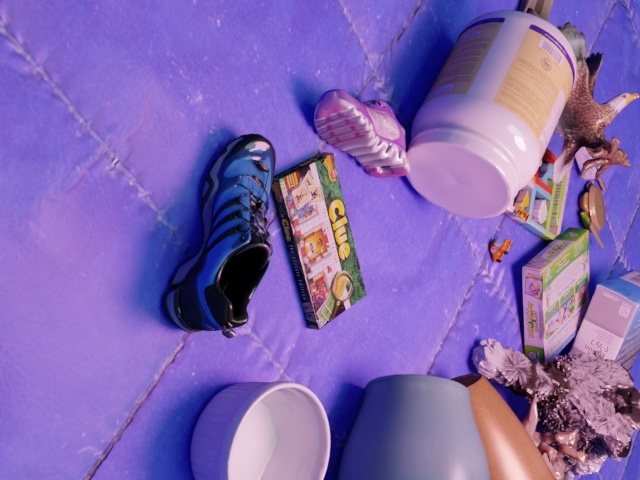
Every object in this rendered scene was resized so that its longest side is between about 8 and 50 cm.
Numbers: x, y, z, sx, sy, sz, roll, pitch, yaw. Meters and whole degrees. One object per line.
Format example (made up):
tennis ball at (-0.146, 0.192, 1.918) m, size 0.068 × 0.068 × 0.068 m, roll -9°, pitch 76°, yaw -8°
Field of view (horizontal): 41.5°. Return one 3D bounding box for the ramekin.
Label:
ramekin at (-0.093, 0.302, 1.227) m, size 0.207 × 0.109 × 0.207 m, roll -3°, pitch 94°, yaw -49°

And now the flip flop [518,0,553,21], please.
flip flop at (0.476, -0.454, 1.846) m, size 0.112 × 0.080 × 0.277 m, roll 37°, pitch 65°, yaw -42°

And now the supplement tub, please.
supplement tub at (0.310, -0.230, 1.552) m, size 0.241 × 0.241 × 0.331 m, roll 51°, pitch 56°, yaw -36°

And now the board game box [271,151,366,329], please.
board game box at (0.000, 0.000, 1.377) m, size 0.136 × 0.030 × 0.260 m, roll -33°, pitch 116°, yaw -44°

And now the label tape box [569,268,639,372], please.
label tape box at (0.706, 0.260, 2.079) m, size 0.249 × 0.115 × 0.348 m, roll -12°, pitch 126°, yaw -51°

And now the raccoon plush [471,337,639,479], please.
raccoon plush at (0.491, 0.366, 1.877) m, size 0.446 × 0.299 × 0.216 m, roll 31°, pitch 49°, yaw -1°

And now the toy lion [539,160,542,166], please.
toy lion at (0.450, -0.220, 1.822) m, size 0.096 × 0.034 × 0.100 m, roll 38°, pitch 64°, yaw -34°

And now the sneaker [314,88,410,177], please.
sneaker at (0.074, -0.196, 1.411) m, size 0.236 × 0.095 × 0.104 m, roll 34°, pitch 60°, yaw -49°

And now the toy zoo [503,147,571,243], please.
toy zoo at (0.473, -0.126, 1.894) m, size 0.293 × 0.030 × 0.192 m, roll 26°, pitch 72°, yaw -46°

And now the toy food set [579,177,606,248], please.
toy food set at (0.686, -0.084, 2.136) m, size 0.132 × 0.038 × 0.192 m, roll 45°, pitch 49°, yaw -45°

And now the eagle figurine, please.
eagle figurine at (0.572, -0.288, 1.834) m, size 0.225 × 0.226 × 0.298 m, roll -15°, pitch 66°, yaw -19°

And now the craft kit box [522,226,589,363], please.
craft kit box at (0.546, 0.127, 1.948) m, size 0.250 × 0.061 × 0.247 m, roll -30°, pitch 124°, yaw -44°

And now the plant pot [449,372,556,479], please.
plant pot at (0.294, 0.392, 1.602) m, size 0.237 × 0.237 × 0.254 m, roll -23°, pitch 92°, yaw -45°

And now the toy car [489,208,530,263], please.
toy car at (0.397, -0.012, 1.806) m, size 0.040 × 0.060 × 0.122 m, roll 32°, pitch 68°, yaw 3°

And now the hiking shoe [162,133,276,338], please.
hiking shoe at (-0.105, -0.009, 1.181) m, size 0.113 × 0.132 × 0.304 m, roll 31°, pitch 69°, yaw -44°

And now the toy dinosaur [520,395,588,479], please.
toy dinosaur at (0.434, 0.454, 1.758) m, size 0.127 × 0.200 × 0.296 m, roll -49°, pitch 122°, yaw -34°

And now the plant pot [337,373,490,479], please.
plant pot at (0.159, 0.369, 1.414) m, size 0.271 × 0.271 × 0.255 m, roll 34°, pitch 53°, yaw -43°

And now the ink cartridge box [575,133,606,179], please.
ink cartridge box at (0.645, -0.261, 2.056) m, size 0.097 × 0.046 × 0.207 m, roll -45°, pitch 118°, yaw -36°
